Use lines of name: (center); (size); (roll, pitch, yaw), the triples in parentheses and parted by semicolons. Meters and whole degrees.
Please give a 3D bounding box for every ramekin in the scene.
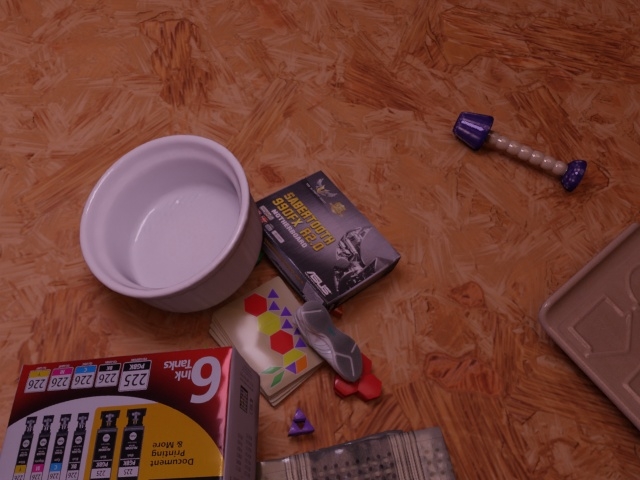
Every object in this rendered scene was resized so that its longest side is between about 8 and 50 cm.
ramekin: (-0.227, -0.018, 1.005); (0.277, 0.135, 0.277); (-5, 64, 11)

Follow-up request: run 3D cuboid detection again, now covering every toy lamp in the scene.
toy lamp: (0.407, -0.191, 1.293); (0.274, 0.080, 0.080); (23, 60, 1)

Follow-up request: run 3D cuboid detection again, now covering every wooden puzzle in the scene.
wooden puzzle: (0.593, 0.181, 1.132); (0.322, 0.080, 0.348); (-34, 77, -24)

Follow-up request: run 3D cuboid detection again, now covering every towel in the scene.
towel: (0.075, 0.452, 0.908); (0.312, 0.056, 0.324); (-7, 66, -11)

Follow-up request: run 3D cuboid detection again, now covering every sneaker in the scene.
sneaker: (0.012, 0.165, 1.013); (0.053, 0.061, 0.152); (-38, 93, -36)

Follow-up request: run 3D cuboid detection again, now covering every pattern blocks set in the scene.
pattern blocks set: (-0.077, 0.164, 1.037); (0.285, 0.026, 0.325); (-21, 67, -22)

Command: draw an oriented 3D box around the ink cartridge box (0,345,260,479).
ink cartridge box: (-0.246, 0.297, 0.812); (0.309, 0.130, 0.272); (-7, 58, 10)

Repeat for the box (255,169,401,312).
box: (0.000, 0.000, 1.107); (0.183, 0.056, 0.231); (-29, 68, -31)
